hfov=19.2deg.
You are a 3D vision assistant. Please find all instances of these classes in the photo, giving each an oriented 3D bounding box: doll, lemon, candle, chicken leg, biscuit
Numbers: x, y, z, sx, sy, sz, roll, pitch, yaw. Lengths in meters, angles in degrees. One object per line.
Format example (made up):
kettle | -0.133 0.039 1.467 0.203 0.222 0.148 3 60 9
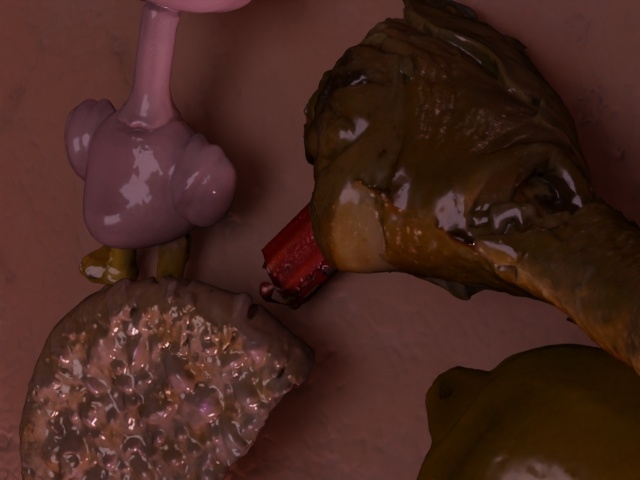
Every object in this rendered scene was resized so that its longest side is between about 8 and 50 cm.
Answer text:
doll | -0.115 -0.128 1.361 0.160 0.094 0.365 21 109 34
lemon | 0.162 0.164 1.111 0.248 0.184 0.184 38 111 20
candle | 0.000 0.000 1.319 0.130 0.052 0.052 -46 63 27
chicken leg | 0.125 -0.015 1.109 0.429 0.201 0.152 38 142 51
biscuit | -0.128 0.119 1.373 0.281 0.084 0.179 -44 79 31
